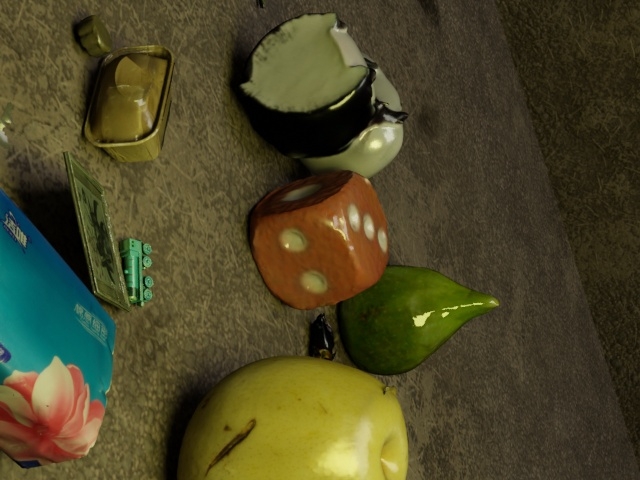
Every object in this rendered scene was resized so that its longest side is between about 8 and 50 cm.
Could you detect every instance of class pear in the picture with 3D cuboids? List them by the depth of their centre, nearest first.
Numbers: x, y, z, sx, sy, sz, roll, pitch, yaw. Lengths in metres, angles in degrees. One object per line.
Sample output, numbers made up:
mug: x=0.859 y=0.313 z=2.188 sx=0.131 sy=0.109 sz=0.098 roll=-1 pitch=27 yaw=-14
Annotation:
pear: x=-0.031 y=0.301 z=1.684 sx=0.309 sy=0.309 sz=0.309 roll=39 pitch=45 yaw=-52

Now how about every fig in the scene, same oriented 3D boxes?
fig: x=0.176 y=0.124 z=2.197 sx=0.206 sy=0.275 sz=0.206 roll=35 pitch=48 yaw=-52

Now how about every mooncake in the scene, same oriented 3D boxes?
mooncake: x=-0.338 y=-0.199 z=1.567 sx=0.150 sy=0.057 sz=0.347 roll=62 pitch=29 yaw=-1

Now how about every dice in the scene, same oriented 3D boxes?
dice: x=0.000 y=0.000 z=2.022 sx=0.174 sy=0.175 sz=0.179 roll=-53 pitch=128 yaw=-59

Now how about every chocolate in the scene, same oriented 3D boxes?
chocolate: x=0.002 y=0.188 z=2.062 sx=0.147 sy=0.070 sz=0.072 roll=-66 pitch=164 yaw=-51

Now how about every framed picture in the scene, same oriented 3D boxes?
framed picture: x=-0.270 y=-0.004 z=1.536 sx=0.231 sy=0.010 sz=0.173 roll=88 pitch=-12 yaw=-83

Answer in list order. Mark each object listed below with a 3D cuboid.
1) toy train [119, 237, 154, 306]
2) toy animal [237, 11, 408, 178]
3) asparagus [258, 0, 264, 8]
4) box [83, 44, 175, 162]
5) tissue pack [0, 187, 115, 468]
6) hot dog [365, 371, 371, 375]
toy train: x=-0.244 y=0.042 z=1.673 sx=0.045 sy=0.029 sz=0.092 roll=20 pitch=61 yaw=-51
toy animal: x=0.015 y=-0.222 z=2.117 sx=0.310 sy=0.251 sz=0.251 roll=53 pitch=33 yaw=-59
asparagus: x=-0.113 y=-0.482 z=2.210 sx=0.016 sy=0.013 sz=0.166 roll=-4 pitch=77 yaw=-22
box: x=-0.251 y=-0.185 z=1.688 sx=0.111 sy=0.111 sz=0.177 roll=49 pitch=36 yaw=-44
tissue pack: x=-0.333 y=0.082 z=1.331 sx=0.269 sy=0.137 sz=0.209 roll=55 pitch=22 yaw=-37
hot dog: x=0.068 y=0.308 z=2.144 sx=0.191 sy=0.059 sz=0.108 roll=-75 pitch=147 yaw=-48
